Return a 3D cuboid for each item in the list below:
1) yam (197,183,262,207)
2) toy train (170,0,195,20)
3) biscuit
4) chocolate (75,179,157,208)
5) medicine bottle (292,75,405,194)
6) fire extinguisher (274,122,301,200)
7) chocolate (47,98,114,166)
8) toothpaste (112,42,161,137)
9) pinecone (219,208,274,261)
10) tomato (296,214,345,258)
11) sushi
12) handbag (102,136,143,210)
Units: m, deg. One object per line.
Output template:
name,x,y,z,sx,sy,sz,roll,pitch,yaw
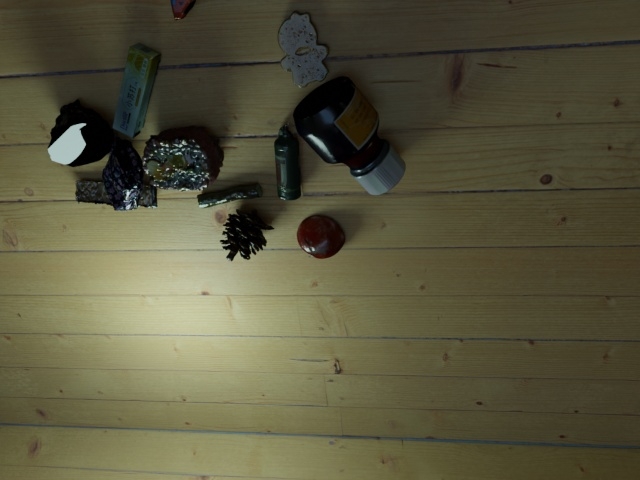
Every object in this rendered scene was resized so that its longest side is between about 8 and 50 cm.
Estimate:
yam,-0.347,-0.172,1.920,0.252,0.061,0.061,-9,123,12
toy train,-0.414,-0.856,1.444,0.089,0.086,0.410,0,124,5
biscuit,-0.059,-0.607,1.605,0.165,0.036,0.226,-16,118,16
chocolate,-0.789,-0.184,1.964,0.328,0.065,0.103,4,106,3
medicine bottle,0.105,-0.325,1.665,0.242,0.243,0.395,-27,127,22
fire extinguisher,-0.120,-0.291,1.794,0.093,0.118,0.295,-18,128,-24
chocolate,-0.864,-0.403,1.797,0.224,0.206,0.177,-35,70,16
toothpaste,-0.630,-0.506,1.721,0.089,0.071,0.313,25,124,-6
pinecone,-0.296,-0.014,1.957,0.185,0.169,0.213,29,111,4
tomato,0.000,0.000,1.973,0.189,0.099,0.173,42,121,-19
sushi,-0.489,-0.286,1.793,0.269,0.171,0.237,-2,124,11
handbag,-0.711,-0.241,1.822,0.126,0.229,0.208,-7,153,-38
